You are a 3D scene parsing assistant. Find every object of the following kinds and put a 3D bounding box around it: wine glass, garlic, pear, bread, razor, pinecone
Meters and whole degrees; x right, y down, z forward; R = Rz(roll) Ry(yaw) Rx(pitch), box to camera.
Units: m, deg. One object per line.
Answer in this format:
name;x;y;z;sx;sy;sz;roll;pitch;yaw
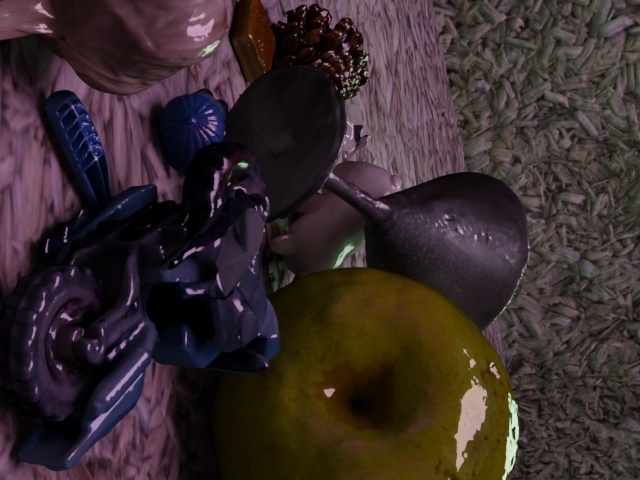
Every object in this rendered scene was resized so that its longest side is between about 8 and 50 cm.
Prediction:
wine glass;0.063;-0.042;1.688;0.406;0.267;0.267;32;50;-48
garlic;-0.201;-0.212;1.139;0.212;0.218;0.219;-32;118;-43
pear;0.049;0.219;1.563;0.391;0.391;0.391;-7;90;-76
bread;-0.093;-0.281;1.856;0.090;0.035;0.094;69;20;-44
razor;-0.207;-0.035;1.280;0.082;0.042;0.253;-45;135;-30
pinecone;-0.011;-0.272;1.963;0.173;0.173;0.174;-7;90;-76

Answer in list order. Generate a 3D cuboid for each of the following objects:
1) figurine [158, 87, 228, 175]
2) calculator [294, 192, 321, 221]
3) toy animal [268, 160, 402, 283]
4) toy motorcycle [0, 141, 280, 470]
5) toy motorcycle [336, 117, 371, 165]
figurine;-0.138;-0.134;1.534;0.086;0.087;0.149;42;23;-7
calculator;0.002;0.056;2.094;0.165;0.028;0.274;-30;113;-75
toy animal;-0.002;-0.004;1.937;0.282;0.138;0.140;-41;109;-24
toy motorcycle;-0.141;0.071;1.210;0.416;0.172;0.232;-46;134;-56
toy motorcycle;0.012;-0.211;2.124;0.150;0.102;0.221;-30;113;-62
